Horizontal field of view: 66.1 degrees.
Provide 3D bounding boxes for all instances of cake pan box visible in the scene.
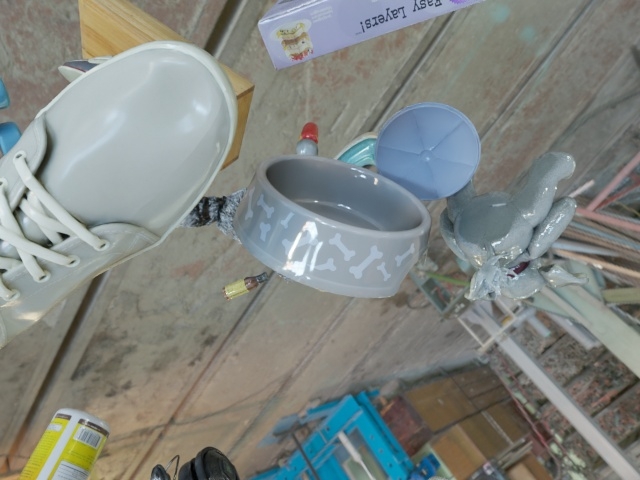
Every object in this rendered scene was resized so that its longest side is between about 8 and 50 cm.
[{"bbox_3d":[0.072,-0.326,0.634,0.266,0.246,0.070,-13,126,17],"label":"cake pan box"}]

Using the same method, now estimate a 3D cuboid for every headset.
[{"bbox_3d":[-0.274,0.545,0.991,0.243,0.185,0.394,-22,143,-19],"label":"headset"}]

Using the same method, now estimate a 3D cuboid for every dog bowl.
[{"bbox_3d":[0.030,-0.045,0.847,0.348,0.348,0.102,-7,126,-40],"label":"dog bowl"}]

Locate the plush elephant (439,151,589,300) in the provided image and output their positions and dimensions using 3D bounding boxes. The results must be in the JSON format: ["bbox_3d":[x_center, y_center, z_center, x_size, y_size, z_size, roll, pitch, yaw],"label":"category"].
[{"bbox_3d":[0.398,0.010,1.024,0.271,0.330,0.255,-5,148,35],"label":"plush elephant"}]

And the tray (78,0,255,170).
[{"bbox_3d":[-0.342,-0.346,1.060,0.076,0.410,0.203,-48,169,-41],"label":"tray"}]

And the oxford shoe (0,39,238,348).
[{"bbox_3d":[-0.263,-0.015,0.472,0.449,0.130,0.169,-34,110,9],"label":"oxford shoe"}]

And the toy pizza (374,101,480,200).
[{"bbox_3d":[0.206,-0.171,0.956,0.032,0.201,0.201,-70,-174,-57],"label":"toy pizza"}]

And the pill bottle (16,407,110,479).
[{"bbox_3d":[-0.516,0.452,0.966,0.117,0.117,0.215,91,14,-52],"label":"pill bottle"}]

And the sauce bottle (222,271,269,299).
[{"bbox_3d":[-0.201,0.121,1.330,0.128,0.042,0.042,-21,148,2],"label":"sauce bottle"}]

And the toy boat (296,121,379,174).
[{"bbox_3d":[0.068,-0.222,1.439,0.318,0.148,0.267,28,132,-19],"label":"toy boat"}]

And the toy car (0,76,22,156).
[{"bbox_3d":[-0.720,-0.251,0.921,0.219,0.238,0.210,-25,144,-31],"label":"toy car"}]

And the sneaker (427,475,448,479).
[{"bbox_3d":[0.208,0.588,0.892,0.094,0.256,0.151,-9,180,28],"label":"sneaker"}]

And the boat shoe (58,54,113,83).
[{"bbox_3d":[-0.233,-0.185,0.551,0.043,0.137,0.049,-68,157,-15],"label":"boat shoe"}]

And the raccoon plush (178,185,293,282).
[{"bbox_3d":[-0.243,0.009,1.585,0.446,0.299,0.216,-15,163,-14],"label":"raccoon plush"}]
